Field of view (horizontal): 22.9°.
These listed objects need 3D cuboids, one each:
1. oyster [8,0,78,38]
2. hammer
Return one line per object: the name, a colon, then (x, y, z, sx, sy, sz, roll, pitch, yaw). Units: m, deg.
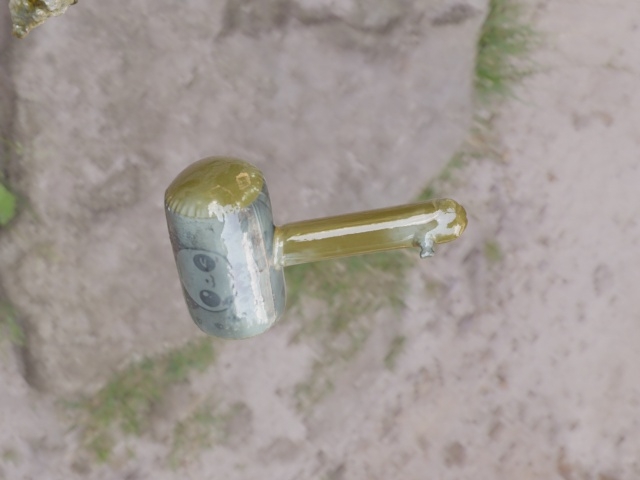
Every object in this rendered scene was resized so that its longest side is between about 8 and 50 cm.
oyster: (-0.279, -0.274, 1.582, 0.122, 0.146, 0.045, 56, 36, -33)
hammer: (0.000, 0.000, 1.625, 0.305, 0.113, 0.202, -6, 130, 4)
